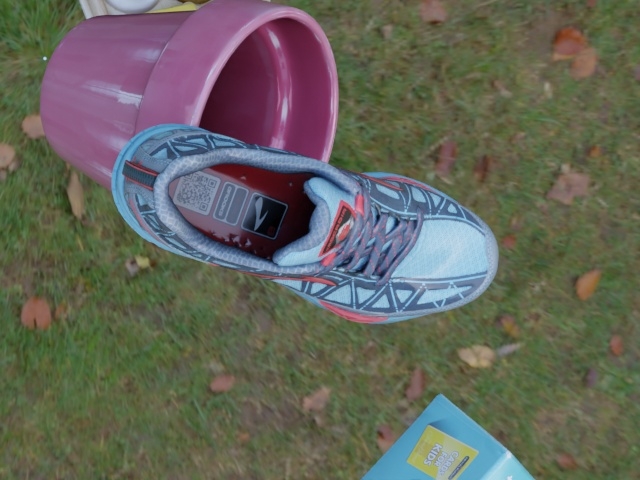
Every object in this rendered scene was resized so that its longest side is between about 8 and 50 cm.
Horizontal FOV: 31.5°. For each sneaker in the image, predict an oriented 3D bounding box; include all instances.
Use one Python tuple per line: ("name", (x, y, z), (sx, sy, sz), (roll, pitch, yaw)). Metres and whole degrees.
("sneaker", (0.000, 0.000, 0.710), (0.261, 0.125, 0.104), (12, 93, -15))

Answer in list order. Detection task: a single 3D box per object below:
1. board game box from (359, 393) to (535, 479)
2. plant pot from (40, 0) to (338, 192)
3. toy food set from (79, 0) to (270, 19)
("board game box", (0.095, 0.298, 0.745), (0.254, 0.079, 0.336), (-46, 124, -5))
("plant pot", (-0.112, -0.099, 0.899), (0.180, 0.201, 0.201), (17, 96, 29))
("toy food set", (-0.154, -0.290, 1.281), (0.219, 0.092, 0.306), (-17, 73, -23))
